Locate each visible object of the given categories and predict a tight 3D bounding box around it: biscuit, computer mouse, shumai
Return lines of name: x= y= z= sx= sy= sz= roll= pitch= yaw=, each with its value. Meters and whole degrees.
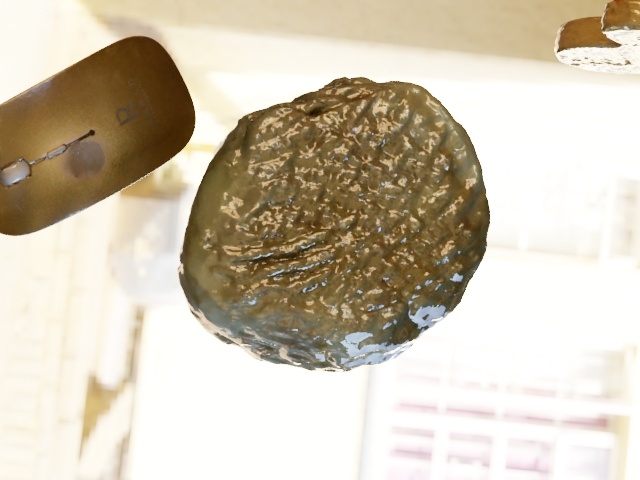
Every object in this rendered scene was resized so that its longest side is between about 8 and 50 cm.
biscuit: x=0.247 y=-0.131 z=1.193 sx=0.234 sy=0.153 sz=0.030 roll=0 pitch=-100 yaw=51
computer mouse: x=-0.182 y=-0.081 z=1.423 sx=0.045 sy=0.199 sz=0.102 roll=0 pitch=-63 yaw=62
shumai: x=0.000 y=0.000 z=1.523 sx=0.261 sy=0.225 sz=0.222 roll=-46 pitch=-179 yaw=-19
